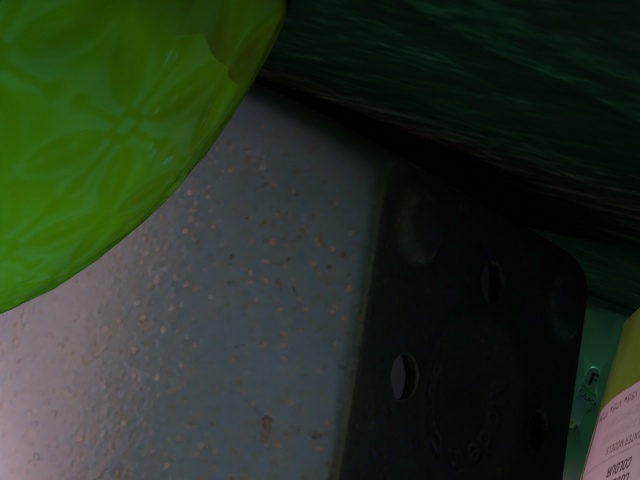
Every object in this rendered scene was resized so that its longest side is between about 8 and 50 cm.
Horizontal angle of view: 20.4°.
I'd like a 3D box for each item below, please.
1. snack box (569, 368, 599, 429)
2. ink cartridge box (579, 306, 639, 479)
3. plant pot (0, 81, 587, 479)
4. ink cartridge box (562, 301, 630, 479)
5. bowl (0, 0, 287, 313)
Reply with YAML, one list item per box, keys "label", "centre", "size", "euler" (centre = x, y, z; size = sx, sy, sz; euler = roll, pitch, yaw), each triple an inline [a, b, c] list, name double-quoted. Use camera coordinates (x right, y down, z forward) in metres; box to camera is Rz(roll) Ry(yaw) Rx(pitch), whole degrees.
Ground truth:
- label: "snack box"
  centre: [0.149, 0.148, 1.030]
  size: [0.174, 0.207, 0.070]
  euler: [21, 177, 13]
- label: "ink cartridge box"
  centre: [0.153, 0.154, 0.503]
  size: [0.188, 0.255, 0.097]
  euler: [22, 159, -6]
- label: "plant pot"
  centre: [-0.041, 0.062, 0.704]
  size: [0.252, 0.248, 0.247]
  euler: [0, 163, 37]
- label: "ink cartridge box"
  centre: [0.068, 0.054, 0.949]
  size: [0.180, 0.104, 0.060]
  euler: [20, 175, 27]
- label: "bowl"
  centre: [-0.167, -0.043, 0.444]
  size: [0.289, 0.156, 0.289]
  euler: [22, 177, 1]
